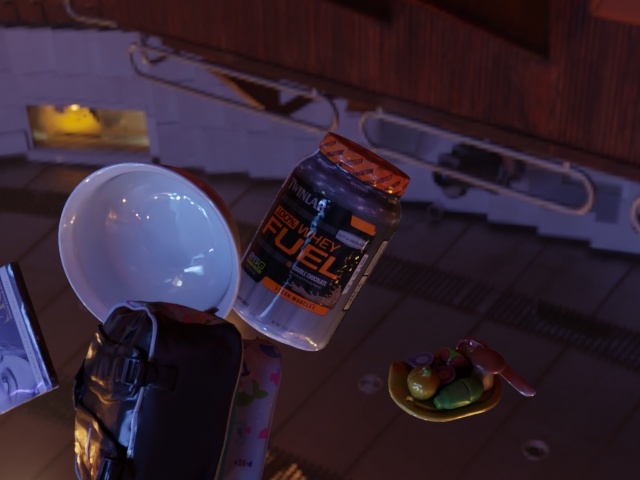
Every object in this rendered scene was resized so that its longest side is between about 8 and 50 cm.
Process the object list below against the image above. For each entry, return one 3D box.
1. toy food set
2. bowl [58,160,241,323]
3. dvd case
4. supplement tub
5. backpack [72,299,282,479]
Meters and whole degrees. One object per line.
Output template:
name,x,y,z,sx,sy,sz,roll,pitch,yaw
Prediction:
toy food set,0.204,0.185,1.445,0.218,0.071,0.128,-10,-140,-27
bowl,-0.240,0.002,1.532,0.298,0.297,0.134,7,-156,15
dvd case,-0.430,0.143,1.248,0.221,0.164,0.018,-26,170,29
supplement tub,0.000,0.000,1.687,0.207,0.338,0.207,28,-169,-6
backpack,-0.160,0.173,1.020,0.191,0.225,0.253,13,175,-29
